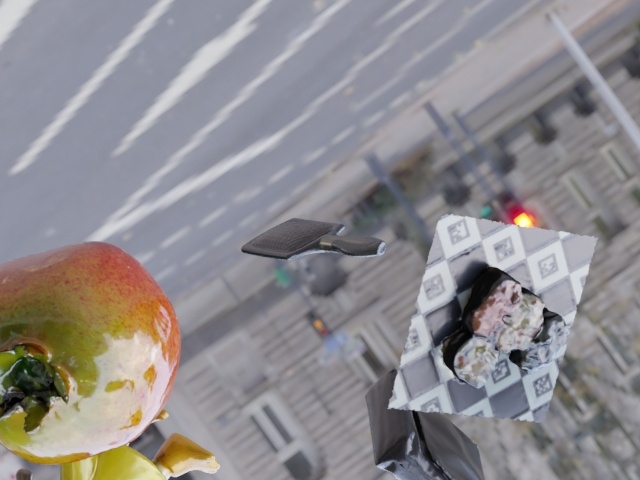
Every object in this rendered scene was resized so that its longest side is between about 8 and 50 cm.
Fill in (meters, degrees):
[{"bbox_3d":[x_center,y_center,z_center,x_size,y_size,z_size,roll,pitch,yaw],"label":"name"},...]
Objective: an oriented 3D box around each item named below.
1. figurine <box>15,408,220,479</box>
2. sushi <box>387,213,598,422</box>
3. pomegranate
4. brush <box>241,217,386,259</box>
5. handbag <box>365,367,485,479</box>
[{"bbox_3d":[-0.266,0.339,1.669,0.343,0.215,0.187,-51,-170,-16],"label":"figurine"},{"bbox_3d":[0.207,0.098,1.689,0.220,0.231,0.047,8,-168,-28],"label":"sushi"},{"bbox_3d":[-0.250,0.113,1.446,0.221,0.221,0.257,-36,180,21],"label":"pomegranate"},{"bbox_3d":[0.000,0.000,1.246,0.063,0.016,0.193,-32,-160,-25],"label":"brush"},{"bbox_3d":[0.161,0.323,2.242,0.080,0.223,0.247,-41,-162,13],"label":"handbag"}]
